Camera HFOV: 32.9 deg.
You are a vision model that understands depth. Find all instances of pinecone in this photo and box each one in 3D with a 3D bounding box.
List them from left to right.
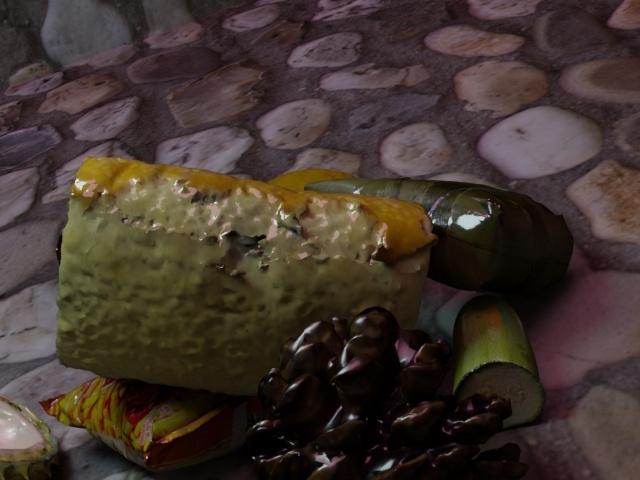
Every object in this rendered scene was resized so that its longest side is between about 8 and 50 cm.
[{"bbox_3d":[0.044,0.187,0.981,0.257,0.243,0.243,31,52,34],"label":"pinecone"}]

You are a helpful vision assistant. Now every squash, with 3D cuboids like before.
[{"bbox_3d":[0.190,0.118,1.189,0.095,0.095,0.188,-13,27,11],"label":"squash"}]

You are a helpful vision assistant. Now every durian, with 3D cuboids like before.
[{"bbox_3d":[-0.409,0.241,1.277,0.196,0.185,0.305,-2,10,-29],"label":"durian"}]

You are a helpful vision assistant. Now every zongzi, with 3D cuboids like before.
[{"bbox_3d":[0.150,-0.018,1.321,0.274,0.125,0.251,18,5,37],"label":"zongzi"}]

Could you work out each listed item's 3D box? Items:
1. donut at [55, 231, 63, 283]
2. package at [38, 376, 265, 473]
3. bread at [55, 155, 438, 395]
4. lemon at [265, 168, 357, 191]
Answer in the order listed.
[{"bbox_3d":[-0.315,0.002,1.721,0.235,0.089,0.235,-13,28,7],"label":"donut"},{"bbox_3d":[-0.170,0.190,1.251,0.223,0.108,0.288,-18,15,-33],"label":"package"},{"bbox_3d":[-0.079,0.041,1.145,0.376,0.236,0.165,10,28,-6],"label":"bread"},{"bbox_3d":[0.000,0.000,1.405,0.257,0.188,0.188,7,16,-27],"label":"lemon"}]
